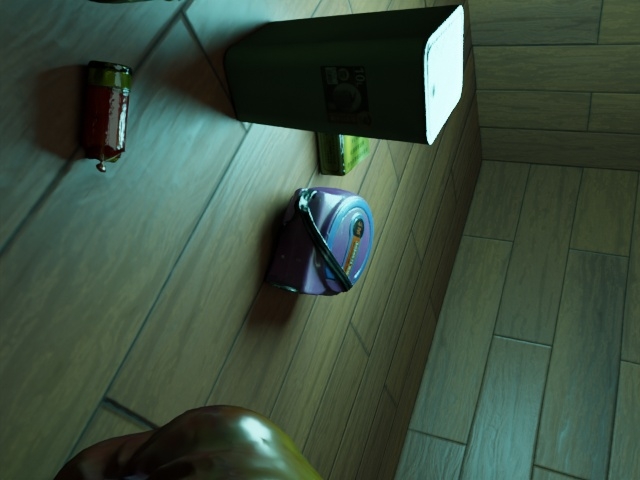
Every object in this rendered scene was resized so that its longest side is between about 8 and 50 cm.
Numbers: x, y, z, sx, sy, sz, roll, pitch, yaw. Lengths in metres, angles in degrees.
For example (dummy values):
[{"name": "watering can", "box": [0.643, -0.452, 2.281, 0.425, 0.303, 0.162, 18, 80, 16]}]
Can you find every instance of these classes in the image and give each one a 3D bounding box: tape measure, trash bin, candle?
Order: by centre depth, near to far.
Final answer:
[{"name": "candle", "box": [-0.259, -0.148, 0.678, 0.052, 0.052, 0.131, -7, 105, -64]}, {"name": "trash bin", "box": [0.042, -0.275, 0.930, 0.223, 0.343, 0.158, -54, 142, -46]}, {"name": "tape measure", "box": [0.000, 0.000, 1.172, 0.245, 0.149, 0.232, 19, 83, -57]}]

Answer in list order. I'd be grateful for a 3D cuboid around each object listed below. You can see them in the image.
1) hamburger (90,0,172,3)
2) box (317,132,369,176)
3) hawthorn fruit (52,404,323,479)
[{"name": "hamburger", "box": [-0.185, -0.367, 0.507, 0.179, 0.276, 0.294, -45, 143, -35]}, {"name": "box", "box": [0.048, -0.282, 1.258, 0.159, 0.071, 0.240, -44, 136, -48]}, {"name": "hawthorn fruit", "box": [-0.155, 0.444, 0.625, 0.472, 0.471, 0.472, -31, 126, -59]}]
